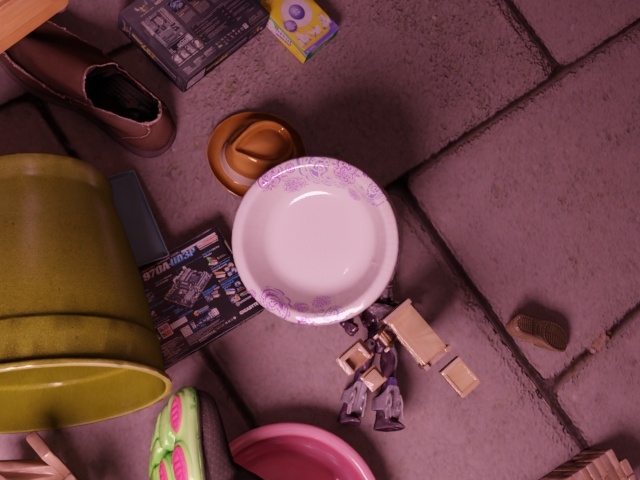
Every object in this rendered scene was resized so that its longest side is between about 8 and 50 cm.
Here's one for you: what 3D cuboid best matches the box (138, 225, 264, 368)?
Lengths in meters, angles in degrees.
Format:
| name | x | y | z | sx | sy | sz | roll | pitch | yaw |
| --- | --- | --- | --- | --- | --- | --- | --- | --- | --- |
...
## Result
| name | x | y | z | sx | sy | sz | roll | pitch | yaw |
| --- | --- | --- | --- | --- | --- | --- | --- | --- | --- |
| box | -0.231 | 0.101 | 1.363 | 0.220 | 0.051 | 0.175 | -31 | 84 | -22 |

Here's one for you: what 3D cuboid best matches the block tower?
| name | x | y | z | sx | sy | sz | roll | pitch | yaw |
| --- | --- | --- | --- | --- | --- | --- | --- | --- | --- |
| block tower | 0.415 | 0.490 | 1.417 | 0.335 | 0.097 | 0.091 | -24 | 82 | -23 |

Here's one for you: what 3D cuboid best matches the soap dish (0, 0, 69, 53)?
| name | x | y | z | sx | sy | sz | roll | pitch | yaw |
| --- | --- | --- | --- | --- | --- | --- | --- | --- | --- |
| soap dish | -0.584 | -0.424 | 1.321 | 0.291 | 0.118 | 0.229 | 29 | 63 | 30 |

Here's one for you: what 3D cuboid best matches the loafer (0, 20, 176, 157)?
| name | x | y | z | sx | sy | sz | roll | pitch | yaw |
| --- | --- | --- | --- | --- | --- | --- | --- | --- | --- |
| loafer | -0.409 | -0.294 | 1.383 | 0.366 | 0.130 | 0.134 | 31 | 68 | -6 |

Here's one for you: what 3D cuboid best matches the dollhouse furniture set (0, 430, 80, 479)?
| name | x | y | z | sx | sy | sz | roll | pitch | yaw |
| --- | --- | --- | --- | --- | --- | --- | --- | --- | --- |
| dollhouse furniture set | -0.399 | 0.541 | 1.066 | 0.362 | 0.394 | 0.256 | -42 | 131 | -23 |

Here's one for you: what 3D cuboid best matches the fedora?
| name | x | y | z | sx | sy | sz | roll | pitch | yaw |
| --- | --- | --- | --- | --- | --- | --- | --- | --- | --- |
| fedora | -0.113 | -0.169 | 1.461 | 0.194 | 0.079 | 0.194 | 4 | 73 | -14 |

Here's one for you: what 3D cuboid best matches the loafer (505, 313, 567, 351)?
| name | x | y | z | sx | sy | sz | roll | pitch | yaw |
| --- | --- | --- | --- | --- | --- | --- | --- | --- | --- |
| loafer | 0.423 | 0.179 | 1.535 | 0.148 | 0.050 | 0.056 | 26 | 71 | -24 |

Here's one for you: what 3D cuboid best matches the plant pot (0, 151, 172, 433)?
| name | x | y | z | sx | sy | sz | roll | pitch | yaw |
| --- | --- | --- | --- | --- | --- | --- | --- | --- | --- |
| plant pot | -0.425 | 0.073 | 1.177 | 0.366 | 0.366 | 0.353 | -3 | 66 | -17 |

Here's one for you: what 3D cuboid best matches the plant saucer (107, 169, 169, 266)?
| name | x | y | z | sx | sy | sz | roll | pitch | yaw |
| --- | --- | --- | --- | --- | --- | --- | --- | --- | --- |
| plant saucer | -0.326 | -0.037 | 1.366 | 0.067 | 0.018 | 0.192 | -19 | 65 | -17 |

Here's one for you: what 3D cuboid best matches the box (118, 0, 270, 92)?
| name | x | y | z | sx | sy | sz | roll | pitch | yaw |
| --- | --- | --- | --- | --- | --- | --- | --- | --- | --- |
| box | -0.242 | -0.424 | 1.509 | 0.183 | 0.059 | 0.233 | 45 | 68 | 0 |

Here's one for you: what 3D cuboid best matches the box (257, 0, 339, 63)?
| name | x | y | z | sx | sy | sz | roll | pitch | yaw |
| --- | --- | --- | --- | --- | --- | --- | --- | --- | --- |
| box | -0.059 | -0.457 | 1.582 | 0.179 | 0.043 | 0.105 | 44 | 67 | 1 |

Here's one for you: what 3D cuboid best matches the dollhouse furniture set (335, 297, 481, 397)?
| name | x | y | z | sx | sy | sz | roll | pitch | yaw |
| --- | --- | --- | --- | --- | --- | --- | --- | --- | --- |
| dollhouse furniture set | 0.144 | 0.220 | 1.332 | 0.161 | 0.101 | 0.182 | -40 | 85 | -4 |

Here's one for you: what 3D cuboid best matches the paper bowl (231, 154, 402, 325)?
| name | x | y | z | sx | sy | sz | roll | pitch | yaw |
| --- | --- | --- | --- | --- | --- | --- | --- | --- | --- |
| paper bowl | 0.000 | 0.000 | 1.357 | 0.284 | 0.148 | 0.284 | 0 | 90 | 9 |

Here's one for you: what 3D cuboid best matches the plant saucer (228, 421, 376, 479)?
| name | x | y | z | sx | sy | sz | roll | pitch | yaw |
| --- | --- | --- | --- | --- | --- | --- | --- | --- | --- |
| plant saucer | -0.058 | 0.471 | 1.288 | 0.332 | 0.084 | 0.332 | 5 | 72 | -15 |

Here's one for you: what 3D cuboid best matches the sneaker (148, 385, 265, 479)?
| name | x | y | z | sx | sy | sz | roll | pitch | yaw |
| --- | --- | --- | --- | --- | --- | --- | --- | --- | --- |
| sneaker | -0.107 | 0.439 | 1.168 | 0.202 | 0.185 | 0.483 | -21 | 84 | -39 |

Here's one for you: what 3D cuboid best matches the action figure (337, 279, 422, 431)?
| name | x | y | z | sx | sy | sz | roll | pitch | yaw |
| --- | --- | --- | --- | --- | --- | --- | --- | --- | --- |
| action figure | 0.108 | 0.195 | 1.412 | 0.185 | 0.099 | 0.285 | 11 | 68 | -8 |
